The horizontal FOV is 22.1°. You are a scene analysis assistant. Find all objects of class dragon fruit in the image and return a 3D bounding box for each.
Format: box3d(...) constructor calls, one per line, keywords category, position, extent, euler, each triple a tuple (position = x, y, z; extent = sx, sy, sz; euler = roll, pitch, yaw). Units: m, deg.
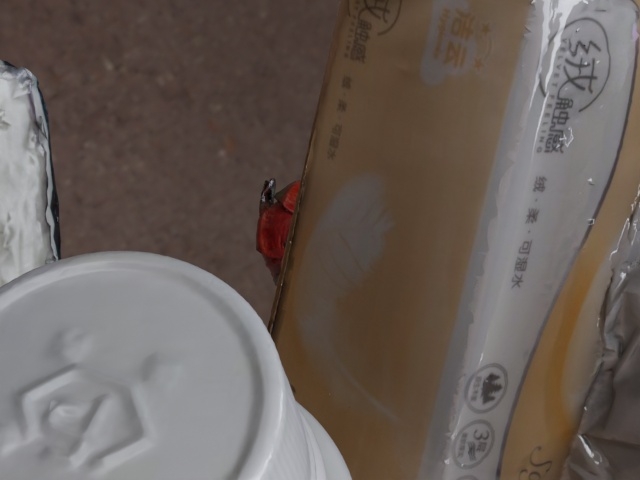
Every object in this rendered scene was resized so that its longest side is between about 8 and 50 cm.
box3d(category="dragon fruit", position=(-0.006, -0.002, 1.606), extent=(0.121, 0.142, 0.130), euler=(14, 69, -14))

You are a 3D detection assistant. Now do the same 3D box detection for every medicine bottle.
box3d(category="medicine bottle", position=(-0.051, 0.114, 0.571), extent=(0.237, 0.139, 0.139), euler=(73, 5, -56))

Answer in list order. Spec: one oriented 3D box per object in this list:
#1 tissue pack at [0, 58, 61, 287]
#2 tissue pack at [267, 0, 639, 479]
box3d(category="tissue pack", position=(-0.343, -0.004, 1.213), extent=(0.416, 0.253, 0.264), euler=(-165, -110, -72))
box3d(category="tissue pack", position=(0.123, 0.007, 0.871), extent=(0.238, 0.239, 0.305), euler=(-19, 124, -65))
